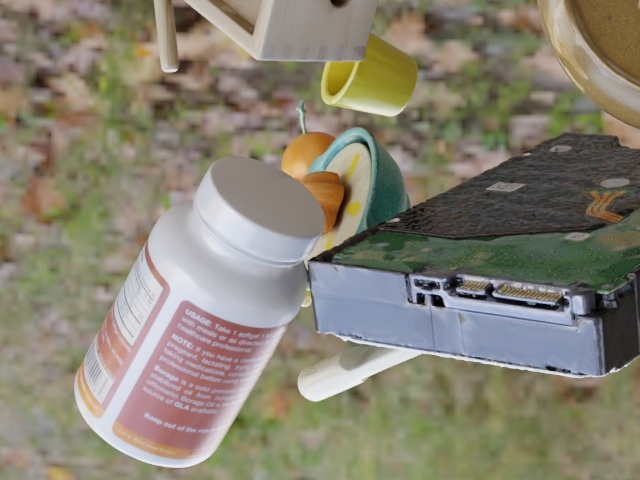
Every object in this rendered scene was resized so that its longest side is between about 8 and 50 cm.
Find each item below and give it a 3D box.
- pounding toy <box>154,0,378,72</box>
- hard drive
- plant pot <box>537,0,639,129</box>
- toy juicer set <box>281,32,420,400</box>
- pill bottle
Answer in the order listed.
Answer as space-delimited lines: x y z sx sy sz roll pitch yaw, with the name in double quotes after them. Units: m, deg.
-0.045 -0.192 1.251 0.094 0.181 0.206 -3 -150 -34 "pounding toy"
0.185 0.001 1.341 0.237 0.064 0.339 6 -159 38 "hard drive"
0.262 -0.188 1.308 0.236 0.236 0.032 -5 177 18 "plant pot"
0.000 0.000 1.512 0.089 0.329 0.209 19 135 -23 "toy juicer set"
-0.084 0.050 1.368 0.121 0.121 0.216 13 123 -30 "pill bottle"
